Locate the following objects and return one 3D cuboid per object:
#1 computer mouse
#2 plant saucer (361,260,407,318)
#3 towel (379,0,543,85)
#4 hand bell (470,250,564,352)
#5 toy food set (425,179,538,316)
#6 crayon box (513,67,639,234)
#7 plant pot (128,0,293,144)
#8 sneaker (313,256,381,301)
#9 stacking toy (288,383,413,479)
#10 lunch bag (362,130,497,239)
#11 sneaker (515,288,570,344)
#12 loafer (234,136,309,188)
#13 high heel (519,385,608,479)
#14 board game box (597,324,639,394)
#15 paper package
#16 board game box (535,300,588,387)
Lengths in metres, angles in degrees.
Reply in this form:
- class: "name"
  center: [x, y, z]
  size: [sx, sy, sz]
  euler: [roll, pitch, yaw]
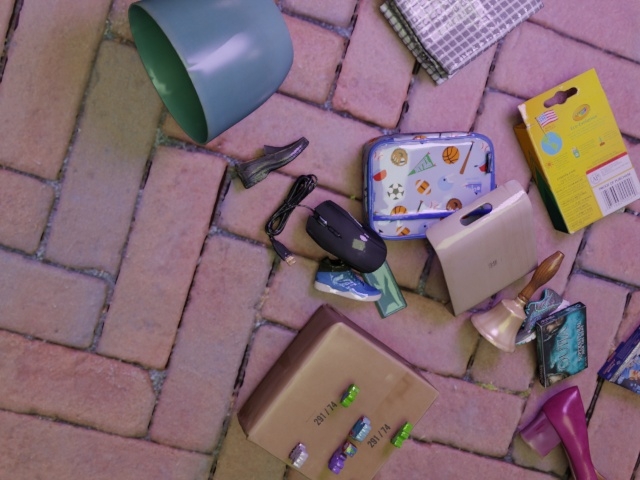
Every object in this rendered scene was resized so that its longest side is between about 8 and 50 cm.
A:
- class: "computer mouse"
  center: [0.000, 0.000, 1.696]
  size: [0.262, 0.060, 0.184]
  euler: [43, 101, 8]
- class: "plant saucer"
  center: [0.131, 0.082, 1.799]
  size: [0.067, 0.018, 0.192]
  euler: [-27, 101, -4]
- class: "towel"
  center: [0.297, -0.502, 1.683]
  size: [0.284, 0.121, 0.235]
  euler: [-38, 102, -2]
- class: "hand bell"
  center: [0.457, 0.121, 1.767]
  size: [0.126, 0.126, 0.242]
  euler: [33, 110, -12]
- class: "toy food set"
  center: [0.346, 0.021, 1.720]
  size: [0.220, 0.092, 0.306]
  euler: [-30, 141, -3]
- class: "crayon box"
  center: [0.573, -0.201, 1.793]
  size: [0.202, 0.081, 0.318]
  euler: [-26, 102, -5]
- class: "plant pot"
  center: [-0.195, -0.367, 1.551]
  size: [0.235, 0.293, 0.293]
  euler: [-30, 102, -18]
- class: "sneaker"
  center: [0.067, 0.080, 1.762]
  size: [0.152, 0.058, 0.084]
  euler: [13, 103, 2]
- class: "stacking toy"
  center: [0.062, 0.424, 1.658]
  size: [0.167, 0.052, 0.221]
  euler: [39, 89, -15]
- class: "lunch bag"
  center: [0.241, -0.114, 1.739]
  size: [0.303, 0.115, 0.243]
  euler: [-3, 101, -8]
- class: "sneaker"
  center: [0.496, 0.176, 1.858]
  size: [0.166, 0.065, 0.076]
  euler: [-40, 86, -5]
- class: "loafer"
  center: [-0.103, -0.178, 1.700]
  size: [0.170, 0.062, 0.061]
  euler: [-33, 97, -4]
- class: "high heel"
  center: [0.662, 0.522, 1.889]
  size: [0.377, 0.127, 0.181]
  euler: [43, 101, -9]
- class: "board game box"
  center: [0.805, 0.307, 1.919]
  size: [0.194, 0.060, 0.194]
  euler: [38, 91, -14]
- class: "paper package"
  center: [0.038, 0.357, 1.750]
  size: [0.309, 0.168, 0.325]
  euler: [37, 91, -14]
- class: "board game box"
  center: [0.561, 0.243, 1.849]
  size: [0.126, 0.026, 0.186]
  euler: [-22, 121, -14]
